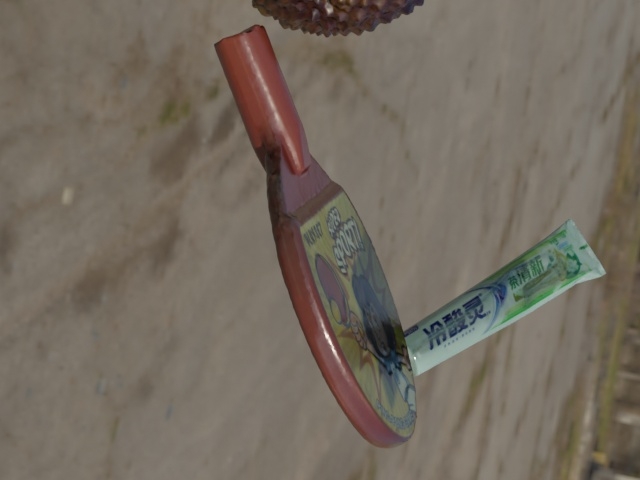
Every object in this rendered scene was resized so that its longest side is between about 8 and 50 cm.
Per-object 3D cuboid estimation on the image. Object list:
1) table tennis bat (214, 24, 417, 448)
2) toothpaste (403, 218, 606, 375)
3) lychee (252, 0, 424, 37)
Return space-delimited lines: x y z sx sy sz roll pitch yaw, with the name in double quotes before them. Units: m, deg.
"table tennis bat" 0.000 0.000 1.309 0.268 0.051 0.414 -41 110 -74
"toothpaste" 0.184 0.073 1.538 0.297 0.074 0.048 -29 171 -19
"lychee" 0.027 -0.342 1.392 0.267 0.268 0.267 10 90 -76
